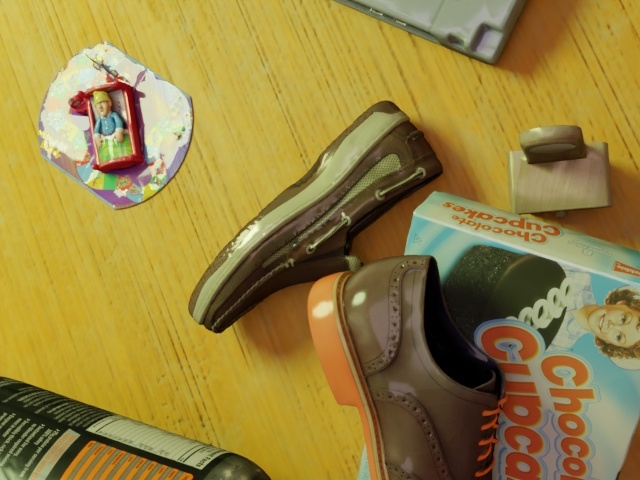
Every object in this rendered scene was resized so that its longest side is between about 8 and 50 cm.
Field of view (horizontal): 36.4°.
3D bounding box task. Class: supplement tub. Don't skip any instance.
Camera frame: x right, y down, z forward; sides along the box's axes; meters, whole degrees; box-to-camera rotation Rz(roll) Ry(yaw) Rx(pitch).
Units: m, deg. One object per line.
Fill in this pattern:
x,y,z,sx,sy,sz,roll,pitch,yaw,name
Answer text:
-0.177,0.252,0.812,0.338,0.207,0.207,15,90,18,supplement tub

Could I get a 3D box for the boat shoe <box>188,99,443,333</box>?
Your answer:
-0.002,0.000,0.838,0.257,0.095,0.095,-45,81,9,boat shoe

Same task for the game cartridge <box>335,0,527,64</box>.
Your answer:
0.065,-0.298,0.861,0.294,0.060,0.196,28,98,17,game cartridge

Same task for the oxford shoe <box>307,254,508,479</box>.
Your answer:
0.087,0.139,0.667,0.098,0.097,0.271,-21,99,27,oxford shoe

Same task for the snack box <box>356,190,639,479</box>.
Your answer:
0.134,0.139,0.735,0.187,0.060,0.322,18,117,18,snack box

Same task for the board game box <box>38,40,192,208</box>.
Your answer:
-0.208,-0.113,0.939,0.168,0.033,0.133,35,96,17,board game box

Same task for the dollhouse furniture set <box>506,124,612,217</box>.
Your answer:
0.293,0.089,0.699,0.303,0.174,0.356,-4,84,17,dollhouse furniture set
